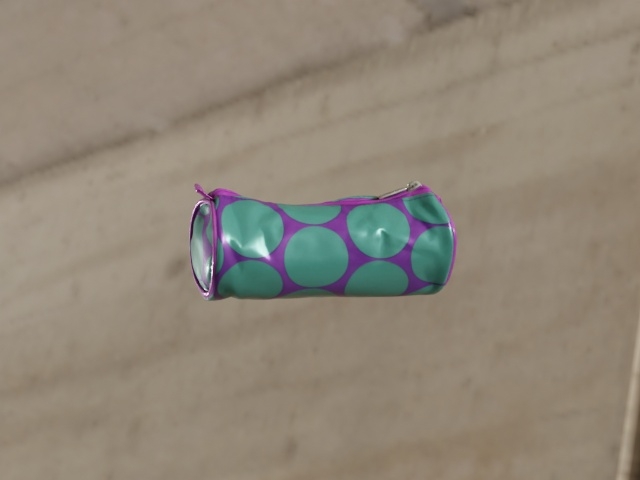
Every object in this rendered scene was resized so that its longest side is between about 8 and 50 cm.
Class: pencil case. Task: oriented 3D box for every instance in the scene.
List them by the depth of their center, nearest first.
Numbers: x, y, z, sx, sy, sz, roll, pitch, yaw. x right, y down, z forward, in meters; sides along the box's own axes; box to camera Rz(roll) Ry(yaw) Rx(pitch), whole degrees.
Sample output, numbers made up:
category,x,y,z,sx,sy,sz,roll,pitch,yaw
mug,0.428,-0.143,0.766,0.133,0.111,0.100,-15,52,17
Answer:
category,x,y,z,sx,sy,sz,roll,pitch,yaw
pencil case,0.000,0.000,1.108,0.151,0.070,0.064,-2,12,-14
